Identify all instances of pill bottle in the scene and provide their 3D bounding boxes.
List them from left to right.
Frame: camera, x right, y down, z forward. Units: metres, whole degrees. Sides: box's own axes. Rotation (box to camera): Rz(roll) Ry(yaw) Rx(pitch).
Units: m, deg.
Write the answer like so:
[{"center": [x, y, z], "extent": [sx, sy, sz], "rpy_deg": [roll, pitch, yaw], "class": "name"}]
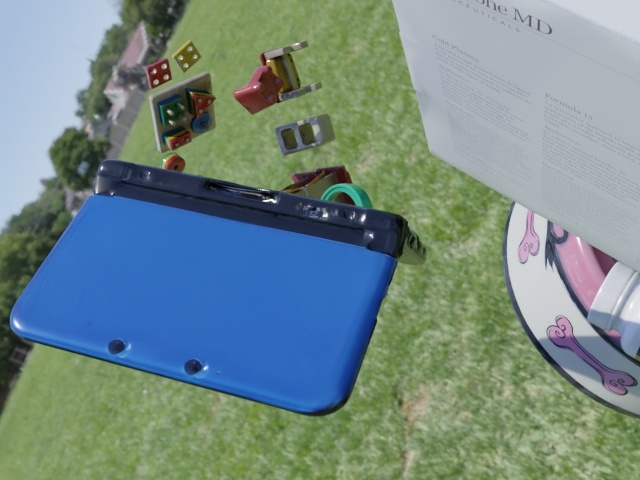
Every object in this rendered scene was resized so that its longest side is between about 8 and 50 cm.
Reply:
[{"center": [0.356, 0.088, 0.796], "extent": [0.094, 0.169, 0.094], "rpy_deg": [-43, -31, -34], "class": "pill bottle"}]

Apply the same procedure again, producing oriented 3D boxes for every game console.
[{"center": [-0.073, 0.039, 0.738], "extent": [0.250, 0.293, 0.173], "rpy_deg": [32, -109, -73], "class": "game console"}]

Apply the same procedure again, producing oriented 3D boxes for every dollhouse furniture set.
[{"center": [-0.082, -0.176, 1.591], "extent": [0.152, 0.374, 0.201], "rpy_deg": [-8, 16, 42], "class": "dollhouse furniture set"}]

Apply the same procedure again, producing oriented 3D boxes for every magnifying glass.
[{"center": [0.000, 0.000, 1.146], "extent": [0.231, 0.026, 0.092], "rpy_deg": [-41, 65, 45], "class": "magnifying glass"}]

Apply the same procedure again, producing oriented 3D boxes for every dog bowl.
[{"center": [0.448, 0.015, 1.016], "extent": [0.150, 0.408, 0.408], "rpy_deg": [109, 180, -66], "class": "dog bowl"}]

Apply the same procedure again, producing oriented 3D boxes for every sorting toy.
[{"center": [-0.256, -0.247, 1.571], "extent": [0.132, 0.046, 0.274], "rpy_deg": [-31, -37, -27], "class": "sorting toy"}]

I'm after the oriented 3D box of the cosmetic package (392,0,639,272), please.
[{"center": [0.226, -0.061, 0.492], "extent": [0.097, 0.377, 0.284], "rpy_deg": [-54, -23, -6], "class": "cosmetic package"}]
